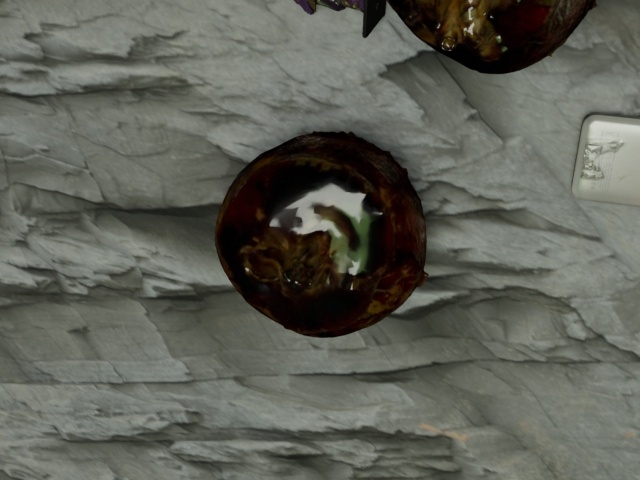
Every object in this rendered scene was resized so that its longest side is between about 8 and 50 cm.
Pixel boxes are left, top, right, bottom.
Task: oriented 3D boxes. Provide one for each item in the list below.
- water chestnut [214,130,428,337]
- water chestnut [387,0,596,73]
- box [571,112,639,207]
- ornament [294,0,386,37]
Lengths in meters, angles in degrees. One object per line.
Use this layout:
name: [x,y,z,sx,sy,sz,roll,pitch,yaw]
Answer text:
water chestnut: [0.000,0.000,1.431,0.351,0.302,0.350,5,109,16]
water chestnut: [0.217,-0.370,1.225,0.335,0.347,0.335,27,146,20]
box: [0.542,-0.115,1.410,0.285,0.044,0.142,8,112,10]
ornament: [0.002,-0.383,1.433,0.203,0.088,0.081,13,135,21]
